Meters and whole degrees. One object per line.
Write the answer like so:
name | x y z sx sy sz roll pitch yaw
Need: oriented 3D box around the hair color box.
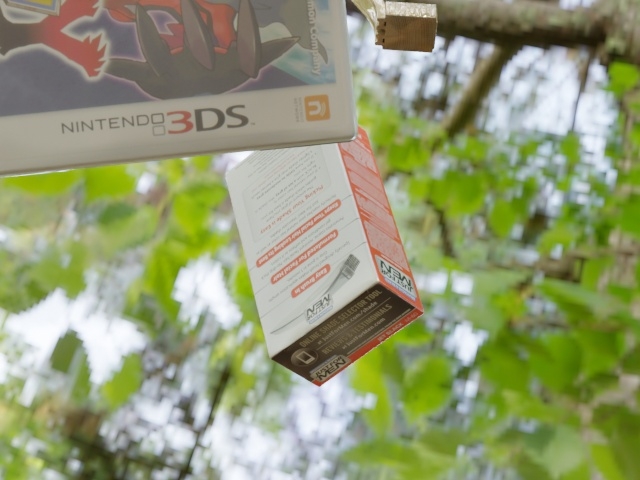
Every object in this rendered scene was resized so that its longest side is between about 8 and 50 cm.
hair color box | 0.000 0.000 1.235 0.093 0.167 0.053 -36 -46 22

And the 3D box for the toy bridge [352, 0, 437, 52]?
toy bridge | 0.037 -0.177 1.124 0.063 0.188 0.026 3 -48 -1

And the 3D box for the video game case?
video game case | -0.083 -0.137 0.878 0.183 0.023 0.201 -6 -87 -2
